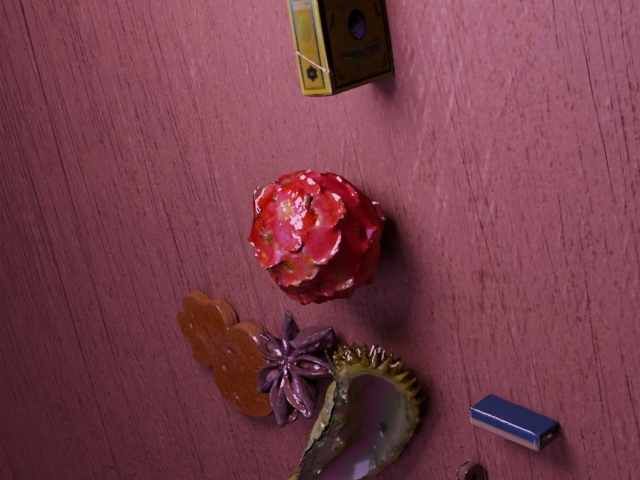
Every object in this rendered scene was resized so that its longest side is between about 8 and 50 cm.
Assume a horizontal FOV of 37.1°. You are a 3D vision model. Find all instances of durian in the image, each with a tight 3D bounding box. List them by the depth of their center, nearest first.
[{"bbox_3d":[0.058,0.298,1.560,0.158,0.169,0.352,41,133,25],"label":"durian"}]

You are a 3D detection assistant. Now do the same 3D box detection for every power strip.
[{"bbox_3d":[0.285,0.268,1.402,0.123,0.056,0.032,18,119,39],"label":"power strip"}]

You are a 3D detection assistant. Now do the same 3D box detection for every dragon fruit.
[{"bbox_3d":[0.000,0.000,1.460,0.268,0.210,0.205,74,-178,-71],"label":"dragon fruit"}]

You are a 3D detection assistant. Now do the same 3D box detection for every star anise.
[{"bbox_3d":[-0.045,0.233,1.672,0.212,0.073,0.197,10,87,50],"label":"star anise"}]

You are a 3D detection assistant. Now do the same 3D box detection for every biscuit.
[{"bbox_3d":[-0.172,0.217,1.848,0.289,0.044,0.202,42,133,26],"label":"biscuit"}]

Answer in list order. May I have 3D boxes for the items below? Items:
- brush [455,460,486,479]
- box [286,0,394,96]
[{"bbox_3d":[0.242,0.503,1.558,0.065,0.070,0.327,17,119,51],"label":"brush"},{"bbox_3d":[0.024,-0.321,1.321,0.064,0.141,0.220,8,114,42],"label":"box"}]
